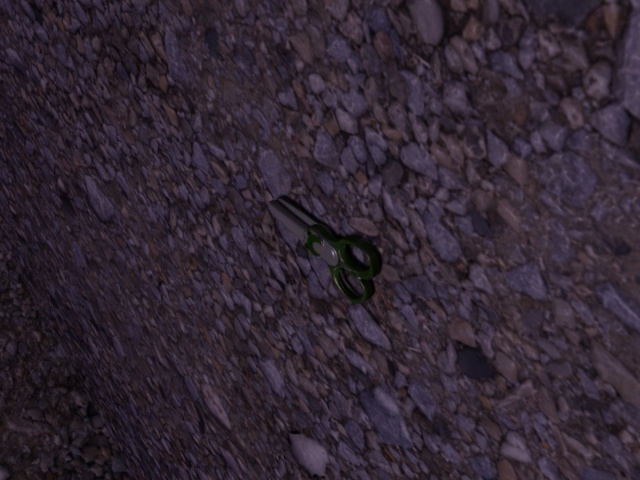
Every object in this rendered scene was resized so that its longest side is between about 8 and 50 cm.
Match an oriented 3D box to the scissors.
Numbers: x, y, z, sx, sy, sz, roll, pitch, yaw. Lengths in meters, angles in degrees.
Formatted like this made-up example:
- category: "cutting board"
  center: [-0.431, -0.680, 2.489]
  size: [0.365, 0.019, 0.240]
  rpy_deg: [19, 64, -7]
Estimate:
- category: "scissors"
  center: [0.000, 0.000, 1.000]
  size: [0.204, 0.027, 0.101]
  rpy_deg: [40, 137, 27]
